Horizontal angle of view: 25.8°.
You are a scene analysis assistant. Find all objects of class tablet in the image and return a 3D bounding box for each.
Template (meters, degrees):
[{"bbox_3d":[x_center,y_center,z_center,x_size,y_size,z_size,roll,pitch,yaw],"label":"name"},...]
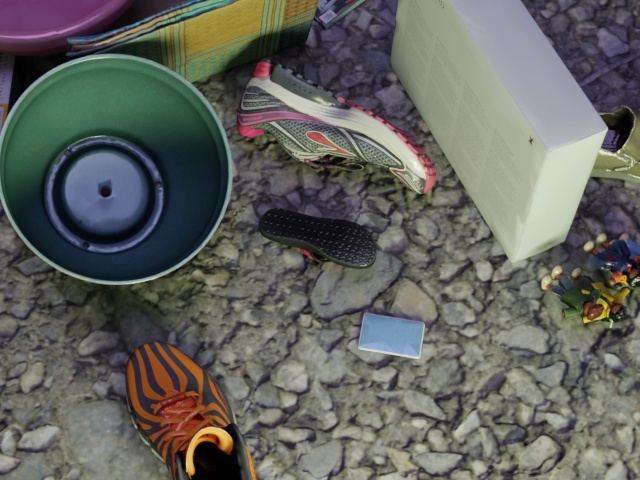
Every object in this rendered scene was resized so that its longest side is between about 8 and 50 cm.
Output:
[{"bbox_3d":[0.094,0.127,1.859,0.083,0.006,0.054,9,62,4],"label":"tablet"}]

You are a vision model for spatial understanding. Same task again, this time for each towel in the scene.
[{"bbox_3d":[-0.175,-0.275,1.930,0.370,0.271,0.040,-22,81,-12],"label":"towel"}]

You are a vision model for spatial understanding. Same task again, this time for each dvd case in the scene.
[{"bbox_3d":[-0.002,-0.382,2.130,0.087,0.013,0.119,-40,68,-19],"label":"dvd case"}]

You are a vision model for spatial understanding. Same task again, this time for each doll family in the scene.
[{"bbox_3d":[0.393,0.056,1.859,0.193,0.076,0.111,-38,49,-14],"label":"doll family"}]

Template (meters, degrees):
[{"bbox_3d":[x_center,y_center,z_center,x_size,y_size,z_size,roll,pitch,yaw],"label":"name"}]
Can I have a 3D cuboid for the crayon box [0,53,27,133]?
[{"bbox_3d":[-0.591,-0.186,1.981,0.323,0.083,0.203,1,61,-1],"label":"crayon box"}]

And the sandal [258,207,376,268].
[{"bbox_3d":[0.000,0.000,1.914,0.179,0.040,0.067,18,56,25],"label":"sandal"}]

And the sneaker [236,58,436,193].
[{"bbox_3d":[0.025,-0.141,1.956,0.299,0.121,0.112,28,94,13],"label":"sneaker"}]

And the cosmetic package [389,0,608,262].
[{"bbox_3d":[0.225,-0.199,1.879,0.097,0.284,0.377,-23,65,-12],"label":"cosmetic package"}]

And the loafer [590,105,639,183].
[{"bbox_3d":[0.442,-0.134,1.956,0.251,0.087,0.094,-1,62,-1],"label":"loafer"}]

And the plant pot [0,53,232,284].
[{"bbox_3d":[-0.277,-0.077,1.833,0.293,0.196,0.293,2,81,-13],"label":"plant pot"}]

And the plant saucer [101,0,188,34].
[{"bbox_3d":[-0.270,-0.382,2.100,0.311,0.050,0.310,-1,64,1],"label":"plant saucer"}]

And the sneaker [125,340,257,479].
[{"bbox_3d":[-0.146,0.233,1.701,0.125,0.180,0.321,-27,65,-14],"label":"sneaker"}]

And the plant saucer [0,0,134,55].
[{"bbox_3d":[-0.410,-0.382,2.010,0.332,0.084,0.332,0,54,0],"label":"plant saucer"}]
